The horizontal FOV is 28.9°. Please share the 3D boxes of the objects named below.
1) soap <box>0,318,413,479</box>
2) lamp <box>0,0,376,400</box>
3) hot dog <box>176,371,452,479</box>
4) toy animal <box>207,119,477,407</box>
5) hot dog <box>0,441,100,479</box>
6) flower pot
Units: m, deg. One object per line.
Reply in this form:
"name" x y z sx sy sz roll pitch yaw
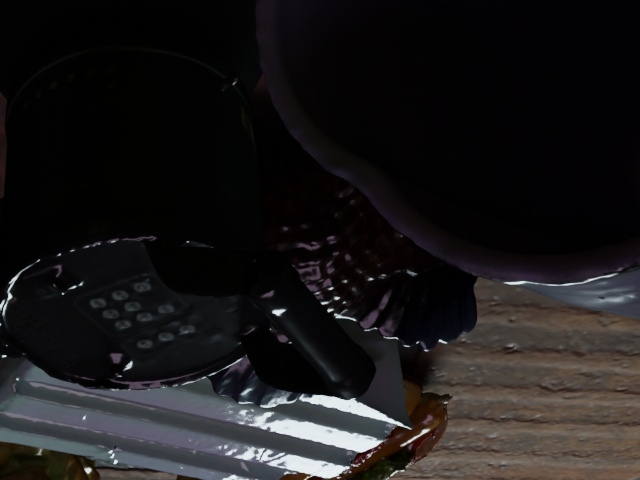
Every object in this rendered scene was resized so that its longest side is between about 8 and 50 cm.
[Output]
"soap" -0.073 0.074 0.743 0.230 0.091 0.145 16 140 -27
"lamp" -0.082 -0.032 0.487 0.172 0.227 0.147 -18 141 15
"hot dog" -0.004 0.154 0.878 0.236 0.062 0.092 -32 132 29
"toy animal" 0.003 -0.007 0.624 0.218 0.116 0.179 16 139 -16
"hot dog" -0.289 0.175 0.822 0.272 0.122 0.196 -11 143 5
"flower pot" 0.147 -0.081 0.452 0.265 0.265 0.243 -27 148 26
